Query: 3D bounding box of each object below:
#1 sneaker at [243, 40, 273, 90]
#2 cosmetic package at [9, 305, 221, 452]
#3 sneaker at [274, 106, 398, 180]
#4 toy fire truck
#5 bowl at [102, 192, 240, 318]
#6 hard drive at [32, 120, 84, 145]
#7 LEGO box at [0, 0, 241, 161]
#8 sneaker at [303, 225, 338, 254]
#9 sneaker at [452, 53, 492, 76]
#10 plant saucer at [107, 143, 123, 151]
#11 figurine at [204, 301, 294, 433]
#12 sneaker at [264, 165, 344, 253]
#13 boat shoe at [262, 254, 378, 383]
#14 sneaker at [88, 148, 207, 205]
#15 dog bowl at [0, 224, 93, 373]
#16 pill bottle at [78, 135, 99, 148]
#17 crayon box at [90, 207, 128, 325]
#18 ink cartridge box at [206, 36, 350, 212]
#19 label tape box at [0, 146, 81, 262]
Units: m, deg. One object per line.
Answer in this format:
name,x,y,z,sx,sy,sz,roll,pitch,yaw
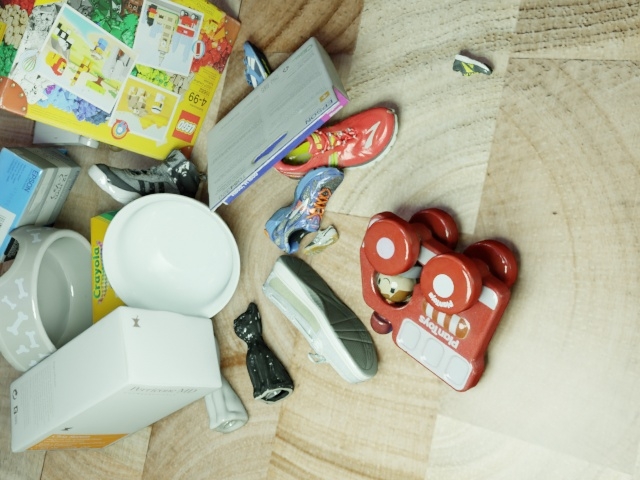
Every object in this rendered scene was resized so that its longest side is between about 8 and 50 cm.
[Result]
sneaker,-0.147,-0.382,1.559,0.059,0.053,0.144,-33,67,25
cosmetic package,-0.447,0.310,1.489,0.453,0.230,0.162,-33,59,33
sneaker,0.023,-0.187,1.390,0.279,0.118,0.107,-22,74,27
toy fire truck,0.184,0.094,1.243,0.302,0.169,0.254,33,119,31
bowl,-0.306,0.023,1.514,0.297,0.134,0.298,2,111,6
hard drive,-0.680,-0.410,1.888,0.202,0.040,0.308,4,86,31
LEGO box,-0.448,-0.404,1.479,0.193,0.500,0.373,26,97,31
sneaker,0.000,0.000,1.433,0.083,0.032,0.037,-29,53,21
sneaker,0.284,-0.321,1.310,0.083,0.031,0.035,33,114,34
plant saucer,-0.521,-0.268,1.786,0.083,0.015,0.084,-5,81,31
figurine,-0.179,0.268,1.473,0.215,0.092,0.210,-37,58,22
sneaker,-0.020,-0.059,1.419,0.221,0.083,0.087,-51,54,25
boat shoe,-0.006,0.163,1.365,0.320,0.118,0.103,48,113,31
sneaker,-0.371,-0.145,1.540,0.101,0.268,0.153,40,98,42
dog bowl,-0.607,0.131,1.602,0.102,0.349,0.349,-6,79,11
pill bottle,-0.578,-0.301,1.794,0.067,0.067,0.120,23,95,31
crayon box,-0.457,0.068,1.660,0.165,0.081,0.279,-12,77,29
ink cartridge box,-0.093,-0.223,1.396,0.324,0.071,0.330,-38,34,17
label tape box,-0.709,-0.097,1.732,0.115,0.348,0.249,29,98,1
